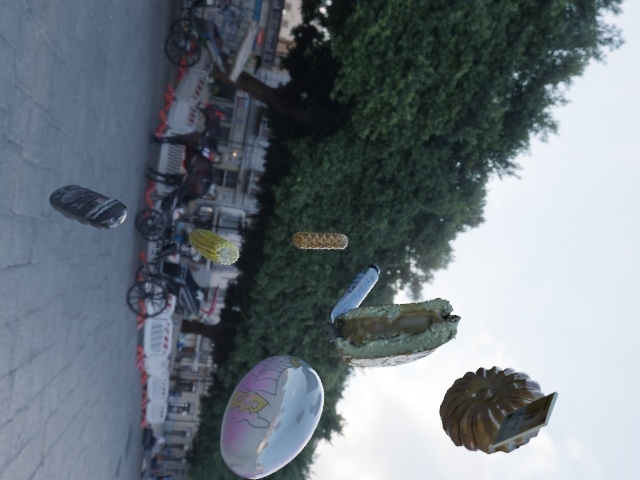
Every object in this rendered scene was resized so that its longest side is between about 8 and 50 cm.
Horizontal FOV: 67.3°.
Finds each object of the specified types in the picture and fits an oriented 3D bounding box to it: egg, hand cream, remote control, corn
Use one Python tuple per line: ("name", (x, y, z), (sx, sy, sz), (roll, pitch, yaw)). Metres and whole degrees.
("egg", (-0.106, 0.366, 1.022), (0.271, 0.196, 0.196), (-32, 149, -47))
("hand cream", (0.099, 0.161, 1.410), (0.271, 0.058, 0.091), (-48, 142, -42))
("remote control", (-0.528, -0.069, 1.108), (0.090, 0.266, 0.066), (-48, 139, -29))
("corn", (-0.269, 0.013, 1.194), (0.165, 0.085, 0.063), (24, -67, 51))

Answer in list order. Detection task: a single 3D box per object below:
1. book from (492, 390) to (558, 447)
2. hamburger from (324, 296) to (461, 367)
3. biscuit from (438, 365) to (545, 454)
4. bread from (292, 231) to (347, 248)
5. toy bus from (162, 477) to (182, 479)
("book", (0.496, 0.435, 1.168), (0.118, 0.012, 0.172), (-35, 167, -46))
("hamburger", (0.171, 0.229, 1.149), (0.211, 0.309, 0.132), (76, 5, -67))
("biscuit", (0.511, 0.494, 1.459), (0.107, 0.326, 0.326), (63, -2, -18))
("bread", (0.000, 0.000, 1.349), (0.052, 0.157, 0.044), (-105, -159, -51))
("toy bus", (-0.300, 0.674, 1.181), (0.234, 0.134, 0.116), (60, 36, -43))
